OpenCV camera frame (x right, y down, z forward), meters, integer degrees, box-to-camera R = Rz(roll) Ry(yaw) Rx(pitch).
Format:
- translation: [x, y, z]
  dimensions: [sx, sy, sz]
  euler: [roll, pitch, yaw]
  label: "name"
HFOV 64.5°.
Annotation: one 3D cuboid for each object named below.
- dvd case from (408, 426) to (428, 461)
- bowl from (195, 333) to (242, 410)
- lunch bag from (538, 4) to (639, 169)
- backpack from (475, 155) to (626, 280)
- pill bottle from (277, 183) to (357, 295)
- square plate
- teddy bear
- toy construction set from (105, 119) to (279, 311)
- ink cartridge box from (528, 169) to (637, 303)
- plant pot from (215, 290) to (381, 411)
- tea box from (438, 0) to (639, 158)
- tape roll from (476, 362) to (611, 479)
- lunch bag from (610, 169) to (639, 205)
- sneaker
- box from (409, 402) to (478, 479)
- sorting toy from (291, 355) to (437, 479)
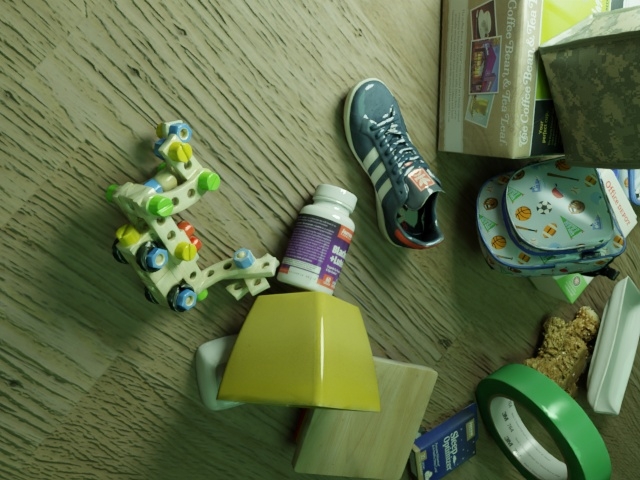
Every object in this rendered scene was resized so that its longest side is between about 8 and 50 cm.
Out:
- translation: [0.232, 0.498, 1.237]
  dimensions: [0.119, 0.013, 0.087]
  euler: [40, 84, -29]
  label: "dvd case"
- translation: [-0.159, 0.253, 0.964]
  dimensions: [0.142, 0.053, 0.141]
  euler: [-10, 106, -24]
  label: "bowl"
- translation: [0.521, -0.240, 0.784]
  dimensions: [0.169, 0.287, 0.235]
  euler: [-33, 114, -15]
  label: "lunch bag"
- translation: [0.459, -0.042, 1.054]
  dimensions: [0.213, 0.264, 0.276]
  euler: [39, 40, -60]
  label: "backpack"
- translation: [0.000, 0.000, 0.936]
  dimensions: [0.108, 0.108, 0.193]
  euler: [24, 81, -29]
  label: "pill bottle"
- translation: [0.795, 0.293, 1.369]
  dimensions: [0.344, 0.049, 0.346]
  euler: [26, 80, -48]
  label: "square plate"
- translation: [0.638, 0.314, 1.348]
  dimensions: [0.338, 0.113, 0.245]
  euler: [-48, 125, -16]
  label: "teddy bear"
- translation: [-0.212, -0.010, 0.829]
  dimensions: [0.215, 0.151, 0.327]
  euler: [-56, 130, -32]
  label: "toy construction set"
- translation: [0.608, -0.019, 1.229]
  dimensions: [0.272, 0.115, 0.198]
  euler: [-48, 118, -7]
  label: "ink cartridge box"
- translation: [-0.027, 0.198, 0.901]
  dimensions: [0.212, 0.212, 0.187]
  euler: [30, 59, -52]
  label: "plant pot"
- translation: [0.428, -0.340, 1.001]
  dimensions: [0.324, 0.220, 0.328]
  euler: [-8, 106, -25]
  label: "tea box"
- translation: [0.504, 0.445, 1.180]
  dimensions: [0.077, 0.321, 0.321]
  euler: [-26, 113, -18]
  label: "tape roll"
- translation: [0.826, -0.239, 1.284]
  dimensions: [0.243, 0.115, 0.303]
  euler: [-21, 110, -17]
  label: "lunch bag"
- translation: [0.157, -0.138, 0.962]
  dimensions: [0.131, 0.148, 0.349]
  euler: [-30, 114, -16]
  label: "sneaker"
- translation: [0.318, 0.507, 1.256]
  dimensions: [0.226, 0.037, 0.136]
  euler: [-22, 116, -25]
  label: "box"
- translation: [0.084, 0.360, 1.077]
  dimensions: [0.256, 0.089, 0.256]
  euler: [16, 95, -23]
  label: "sorting toy"
